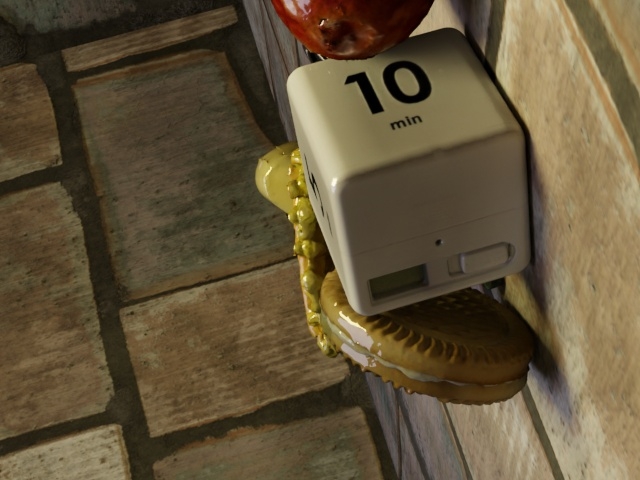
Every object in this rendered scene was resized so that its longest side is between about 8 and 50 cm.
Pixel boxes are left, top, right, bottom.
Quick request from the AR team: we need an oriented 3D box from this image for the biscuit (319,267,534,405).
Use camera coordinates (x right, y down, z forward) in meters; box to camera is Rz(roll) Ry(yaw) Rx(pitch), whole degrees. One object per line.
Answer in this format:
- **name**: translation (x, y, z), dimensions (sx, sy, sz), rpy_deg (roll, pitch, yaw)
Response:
- **biscuit**: translation (0.115, 0.098, 1.400), dimensions (0.259, 0.259, 0.079), rpy_deg (-116, 40, -66)

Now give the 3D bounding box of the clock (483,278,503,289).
- **clock**: translation (0.190, 0.015, 1.488), dimensions (0.085, 0.017, 0.085), rpy_deg (164, 90, -85)

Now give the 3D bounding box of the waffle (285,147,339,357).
- **waffle**: translation (0.000, 0.000, 1.534), dimensions (0.243, 0.058, 0.238), rpy_deg (-87, -9, -52)

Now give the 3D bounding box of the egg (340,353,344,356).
- **egg**: translation (0.087, 0.125, 2.152), dimensions (0.236, 0.169, 0.169), rpy_deg (107, 147, -81)

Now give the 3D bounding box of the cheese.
- **cheese**: translation (0.016, -0.069, 2.172), dimensions (0.259, 0.128, 0.316), rpy_deg (40, -168, 0)

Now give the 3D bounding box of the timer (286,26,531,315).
- **timer**: translation (0.089, -0.071, 1.304), dimensions (0.195, 0.192, 0.194), rpy_deg (-110, 6, -46)

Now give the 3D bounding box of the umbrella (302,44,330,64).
- **umbrella**: translation (0.031, -0.251, 2.023), dimensions (0.272, 0.110, 0.122), rpy_deg (87, 167, -52)

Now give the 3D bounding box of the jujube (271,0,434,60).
- **jujube**: translation (0.031, -0.311, 1.282), dimensions (0.197, 0.197, 0.290), rpy_deg (81, -173, -57)
